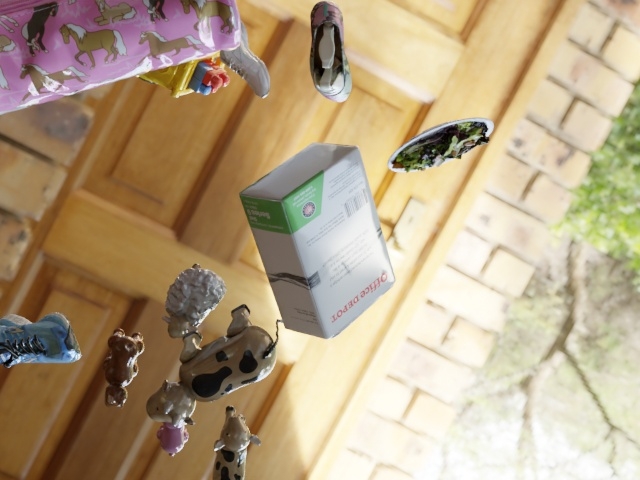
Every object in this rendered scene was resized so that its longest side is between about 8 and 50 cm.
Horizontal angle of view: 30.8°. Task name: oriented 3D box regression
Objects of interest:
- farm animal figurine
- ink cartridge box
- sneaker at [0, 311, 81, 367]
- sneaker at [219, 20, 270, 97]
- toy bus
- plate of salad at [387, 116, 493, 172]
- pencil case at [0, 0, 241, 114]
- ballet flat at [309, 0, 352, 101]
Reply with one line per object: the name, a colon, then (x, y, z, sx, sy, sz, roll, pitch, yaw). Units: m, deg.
farm animal figurine: (-0.187, 0.246, 1.889, 0.330, 0.327, 0.172, 40, -164, -19)
ink cartridge box: (0.000, 0.000, 2.078, 0.121, 0.211, 0.289, 9, 126, 43)
sneaker: (-0.343, 0.127, 1.346, 0.162, 0.063, 0.073, -6, -161, 39)
sneaker: (-0.140, -0.308, 1.996, 0.152, 0.061, 0.054, 61, 146, 5)
toy bus: (-0.285, -0.401, 2.584, 0.211, 0.149, 0.220, 34, -152, 12)
plate of salad: (0.215, -0.159, 2.044, 0.200, 0.200, 0.048, 20, -133, -64)
pencil case: (-0.296, -0.288, 1.556, 0.386, 0.160, 0.167, -16, -172, -7)
ballet flat: (0.014, -0.326, 2.104, 0.077, 0.221, 0.079, 1, -136, 7)
